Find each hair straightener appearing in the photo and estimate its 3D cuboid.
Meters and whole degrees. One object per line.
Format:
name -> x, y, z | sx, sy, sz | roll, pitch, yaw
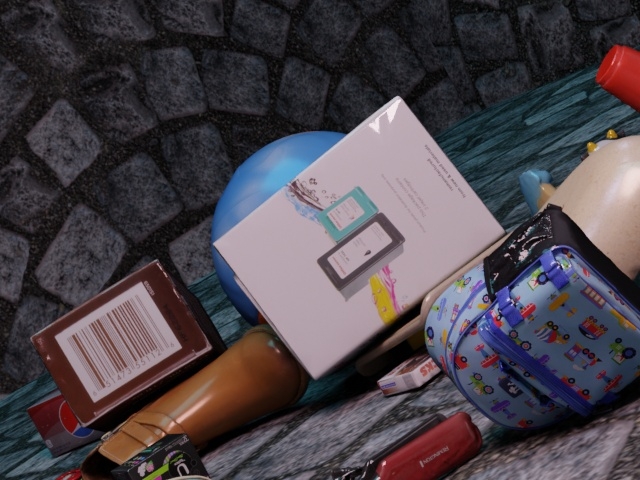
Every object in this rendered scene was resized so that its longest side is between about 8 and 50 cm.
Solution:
hair straightener -> 0.030, 0.220, 1.338 | 0.230, 0.047, 0.089 | -35, 8, -23

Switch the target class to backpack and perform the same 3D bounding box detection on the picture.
backpack -> 0.177, 0.082, 1.303 | 0.173, 0.158, 0.117 | -40, 20, 18

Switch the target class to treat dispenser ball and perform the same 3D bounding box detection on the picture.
treat dispenser ball -> 0.000, 0.000, 2.076 | 0.288, 0.288, 0.288 | -27, 6, 3

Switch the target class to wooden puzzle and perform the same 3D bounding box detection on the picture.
wooden puzzle -> 0.160, 0.065, 1.776 | 0.221, 0.044, 0.239 | -34, -8, -26

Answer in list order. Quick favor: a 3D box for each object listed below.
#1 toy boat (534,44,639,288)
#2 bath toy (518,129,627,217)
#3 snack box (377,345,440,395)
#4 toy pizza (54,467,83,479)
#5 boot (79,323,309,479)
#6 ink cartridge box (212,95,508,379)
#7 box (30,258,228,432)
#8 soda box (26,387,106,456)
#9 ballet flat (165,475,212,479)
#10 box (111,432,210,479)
toy boat -> 0.299, -0.040, 1.479 | 0.318, 0.148, 0.267 | -66, 7, -29
bath toy -> 0.400, -0.102, 1.840 | 0.348, 0.129, 0.151 | -28, -7, -17
snack box -> 0.142, 0.116, 1.740 | 0.178, 0.022, 0.064 | -32, 5, -37
toy pizza -> -0.370, 0.344, 2.053 | 0.201, 0.032, 0.201 | -27, 6, 3
boot -> -0.155, 0.206, 1.877 | 0.220, 0.109, 0.283 | -31, 5, -38
ink cartridge box -> 0.052, 0.001, 1.823 | 0.270, 0.197, 0.198 | -38, -7, 6
box -> -0.233, 0.153, 2.079 | 0.191, 0.143, 0.381 | -32, -8, -2
soda box -> -0.316, 0.239, 2.399 | 0.263, 0.092, 0.083 | -24, 6, 31
ballet flat -> -0.194, 0.303, 1.456 | 0.248, 0.086, 0.086 | -32, 7, -24
box -> -0.178, 0.261, 1.757 | 0.083, 0.062, 0.052 | -32, 8, -30
